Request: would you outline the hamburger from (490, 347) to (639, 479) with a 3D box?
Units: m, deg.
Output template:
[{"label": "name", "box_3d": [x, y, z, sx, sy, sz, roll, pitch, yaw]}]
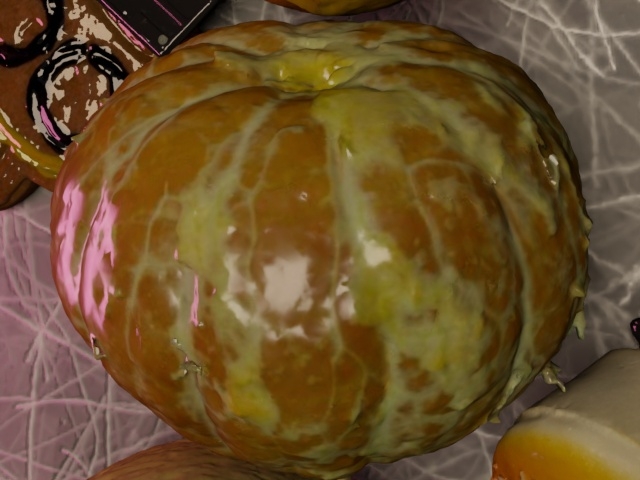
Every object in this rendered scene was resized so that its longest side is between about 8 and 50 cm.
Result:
[{"label": "hamburger", "box_3d": [0.238, 0.195, 0.808, 0.295, 0.227, 0.151, 43, 79, 13]}]

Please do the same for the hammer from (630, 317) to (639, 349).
[{"label": "hammer", "box_3d": [0.308, 0.069, 0.888, 0.201, 0.021, 0.078, -14, 87, 17]}]

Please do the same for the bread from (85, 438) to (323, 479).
[{"label": "bread", "box_3d": [-0.082, 0.289, 0.904, 0.321, 0.237, 0.320, 1, 102, 7]}]

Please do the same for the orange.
[{"label": "orange", "box_3d": [0.000, 0.000, 0.831, 0.329, 0.329, 0.249, 2, 114, 17]}]

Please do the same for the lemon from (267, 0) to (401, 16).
[{"label": "lemon", "box_3d": [-0.005, -0.262, 0.871, 0.288, 0.233, 0.233, 43, 102, 19]}]

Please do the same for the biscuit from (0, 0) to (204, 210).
[{"label": "biscuit", "box_3d": [-0.186, -0.137, 1.024, 0.290, 0.041, 0.208, -39, 81, 14]}]

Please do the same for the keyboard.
[{"label": "keyboard", "box_3d": [-0.161, -0.216, 0.994, 0.202, 0.011, 0.067, 44, 91, 16]}]
